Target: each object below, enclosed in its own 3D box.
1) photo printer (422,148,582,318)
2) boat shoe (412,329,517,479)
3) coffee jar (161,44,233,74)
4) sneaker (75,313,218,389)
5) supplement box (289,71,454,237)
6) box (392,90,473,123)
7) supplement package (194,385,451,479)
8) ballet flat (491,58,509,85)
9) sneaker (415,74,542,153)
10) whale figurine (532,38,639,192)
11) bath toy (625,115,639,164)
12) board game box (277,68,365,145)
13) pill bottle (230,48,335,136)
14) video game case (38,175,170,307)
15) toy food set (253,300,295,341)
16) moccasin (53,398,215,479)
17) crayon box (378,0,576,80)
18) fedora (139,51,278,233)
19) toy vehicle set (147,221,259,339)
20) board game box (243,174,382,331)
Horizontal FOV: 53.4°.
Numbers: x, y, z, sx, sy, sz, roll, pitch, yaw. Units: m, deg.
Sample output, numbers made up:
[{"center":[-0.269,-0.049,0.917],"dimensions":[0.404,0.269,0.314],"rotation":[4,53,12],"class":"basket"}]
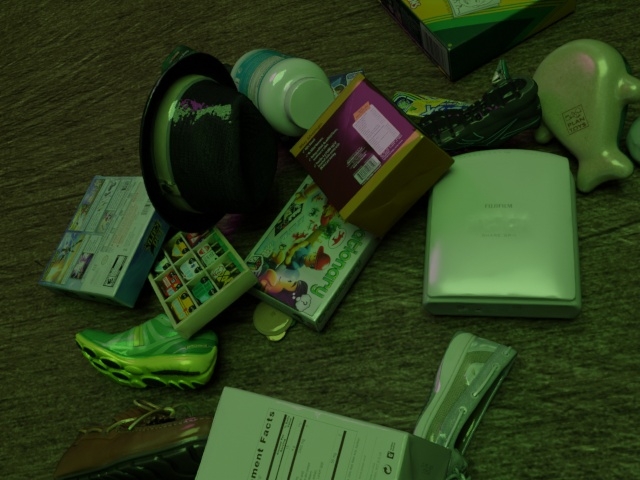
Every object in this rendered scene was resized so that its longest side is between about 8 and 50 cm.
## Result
[{"center":[0.313,-0.022,1.109],"dimensions":[0.255,0.107,0.308],"rotation":[1,64,17],"class":"photo printer"},{"center":[0.209,0.293,0.974],"dimensions":[0.103,0.118,0.320],"rotation":[13,61,26],"class":"boat shoe"},{"center":[-0.275,-0.383,1.481],"dimensions":[0.184,0.079,0.096],"rotation":[28,74,26],"class":"coffee jar"},{"center":[-0.319,0.204,1.190],"dimensions":[0.295,0.109,0.124],"rotation":[4,43,19],"class":"sneaker"},{"center":[0.088,-0.148,1.125],"dimensions":[0.191,0.129,0.194],"rotation":[-47,56,16],"class":"supplement box"},{"center":[0.224,-0.250,1.280],"dimensions":[0.168,0.059,0.054],"rotation":[15,67,22],"class":"box"},{"center":[0.001,0.328,0.873],"dimensions":[0.292,0.177,0.175],"rotation":[5,70,33],"class":"supplement package"},{"center":[0.368,-0.319,1.289],"dimensions":[0.041,0.041,0.114],"rotation":[-13,60,9],"class":"ballet flat"},{"center":[0.280,-0.198,1.173],"dimensions":[0.267,0.106,0.101],"rotation":[-22,43,19],"class":"sneaker"},{"center":[0.495,-0.226,1.158],"dimensions":[0.216,0.141,0.272],"rotation":[-27,72,47],"class":"whale figurine"},{"center":[0.703,-0.241,1.101],"dimensions":[0.348,0.129,0.151],"rotation":[-23,60,4],"class":"bath toy"},{"center":[0.004,-0.290,1.378],"dimensions":[0.201,0.035,0.136],"rotation":[-10,61,11],"class":"board game box"},{"center":[-0.071,-0.287,1.241],"dimensions":[0.146,0.146,0.264],"rotation":[-41,34,-7],"class":"pill bottle"},{"center":[-0.428,-0.007,1.309],"dimensions":[0.244,0.061,0.270],"rotation":[5,64,34],"class":"video game case"},{"center":[-0.085,0.141,1.188],"dimensions":[0.083,0.020,0.083],"rotation":[32,75,28],"class":"toy food set"},{"center":[-0.287,0.328,1.039],"dimensions":[0.380,0.139,0.147],"rotation":[-27,42,40],"class":"moccasin"},{"center":[0.318,-0.563,1.389],"dimensions":[0.313,0.106,0.363],"rotation":[-31,59,-1],"class":"crayon box"},{"center":[-0.172,-0.162,1.144],"dimensions":[0.152,0.334,0.334],"rotation":[14,68,23],"class":"fedora"},{"center":[-0.236,0.057,1.207],"dimensions":[0.166,0.035,0.267],"rotation":[-39,37,-6],"class":"toy vehicle set"},{"center":[0.000,0.000,1.206],"dimensions":[0.193,0.053,0.305],"rotation":[25,68,25],"class":"board game box"}]
